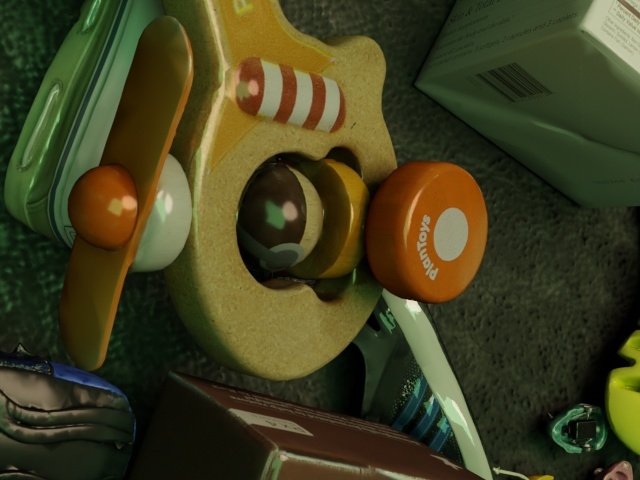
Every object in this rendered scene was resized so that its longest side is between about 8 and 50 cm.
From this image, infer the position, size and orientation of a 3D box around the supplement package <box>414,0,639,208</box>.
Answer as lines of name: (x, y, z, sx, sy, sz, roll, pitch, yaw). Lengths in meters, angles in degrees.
supplement package: (0.243, -0.187, 0.639, 0.198, 0.199, 0.262, 32, 78, -20)

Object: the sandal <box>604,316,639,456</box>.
sandal: (0.340, 0.028, 0.710, 0.126, 0.138, 0.317, 22, 71, -23)

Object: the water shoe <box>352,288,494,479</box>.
water shoe: (0.066, 0.118, 0.644, 0.080, 0.073, 0.203, -22, 103, 6)

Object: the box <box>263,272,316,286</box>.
box: (0.000, 0.000, 0.629, 0.083, 0.018, 0.067, -1, 90, -24)

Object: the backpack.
backpack: (-0.175, 0.110, 0.506, 0.120, 0.101, 0.098, 18, 89, -32)

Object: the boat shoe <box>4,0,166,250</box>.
boat shoe: (-0.107, -0.135, 0.537, 0.302, 0.094, 0.109, -69, 155, -15)

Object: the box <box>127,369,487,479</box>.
box: (-0.053, 0.288, 0.502, 0.191, 0.143, 0.381, 23, 89, -36)

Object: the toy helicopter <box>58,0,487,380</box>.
toy helicopter: (-0.056, -0.083, 0.456, 0.235, 0.140, 0.355, -32, 117, -36)

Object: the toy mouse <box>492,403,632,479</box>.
toy mouse: (0.218, 0.188, 0.721, 0.143, 0.031, 0.161, -45, 109, -21)
